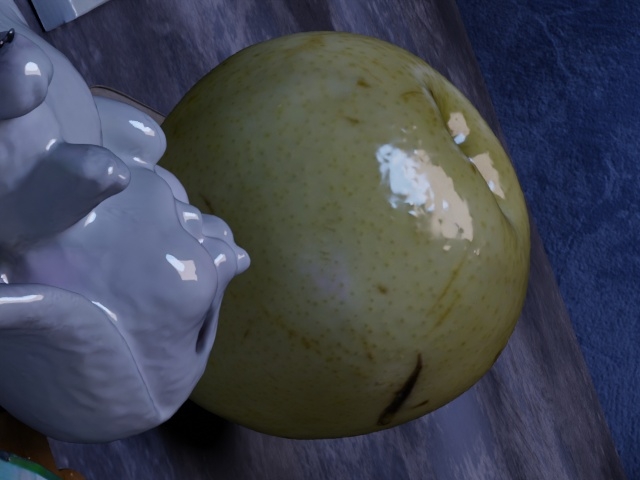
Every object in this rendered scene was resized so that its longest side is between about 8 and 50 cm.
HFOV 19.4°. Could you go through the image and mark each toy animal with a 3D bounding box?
[{"bbox_3d":[-0.168,-0.011,1.032,0.289,0.174,0.249,57,8,-7],"label":"toy animal"}]

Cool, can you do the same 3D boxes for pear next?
[{"bbox_3d":[0.000,0.000,1.371,0.309,0.309,0.309,57,20,-34],"label":"pear"}]

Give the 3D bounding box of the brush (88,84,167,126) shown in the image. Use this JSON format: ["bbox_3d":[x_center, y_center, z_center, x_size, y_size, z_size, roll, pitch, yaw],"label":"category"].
[{"bbox_3d":[-0.108,-0.064,1.522,0.327,0.065,0.070,17,60,-58],"label":"brush"}]

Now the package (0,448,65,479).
[{"bbox_3d":[-0.159,0.194,0.994,0.232,0.040,0.166,37,46,-49],"label":"package"}]

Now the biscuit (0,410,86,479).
[{"bbox_3d":[-0.158,0.188,1.077,0.184,0.027,0.133,59,25,-26],"label":"biscuit"}]

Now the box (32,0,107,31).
[{"bbox_3d":[-0.196,-0.254,1.498,0.139,0.035,0.245,64,17,-12],"label":"box"}]
